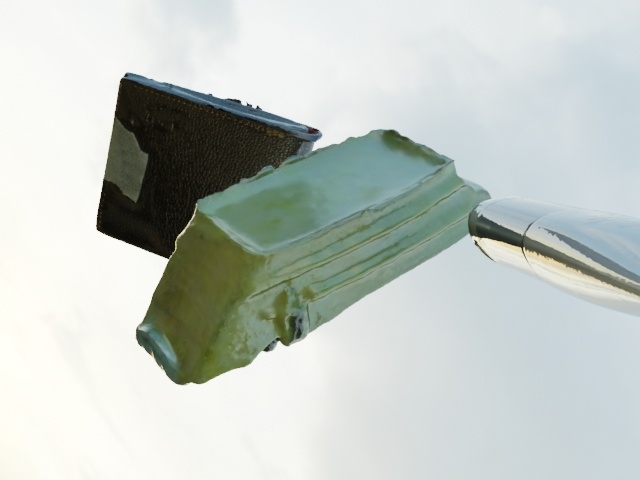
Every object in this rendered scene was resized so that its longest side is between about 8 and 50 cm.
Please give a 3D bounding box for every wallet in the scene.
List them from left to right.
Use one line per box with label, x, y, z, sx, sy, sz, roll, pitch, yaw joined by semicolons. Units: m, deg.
wallet;-0.149;-0.072;1.103;0.262;0.071;0.220;18;-66;6

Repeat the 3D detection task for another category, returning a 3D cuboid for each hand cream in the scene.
hand cream;0.147;0.009;0.445;0.255;0.080;0.048;-153;-125;-75

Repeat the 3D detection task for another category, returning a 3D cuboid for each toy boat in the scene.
toy boat;-0.002;-0.005;0.613;0.111;0.276;0.084;32;-39;47
